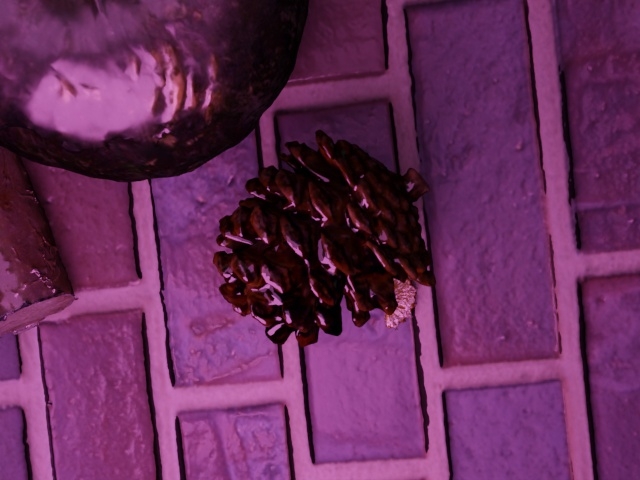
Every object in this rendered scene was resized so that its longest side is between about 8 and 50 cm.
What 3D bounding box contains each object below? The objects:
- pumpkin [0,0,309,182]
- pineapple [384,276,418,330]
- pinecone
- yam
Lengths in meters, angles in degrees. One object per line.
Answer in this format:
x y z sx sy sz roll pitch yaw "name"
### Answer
-0.231 -0.285 0.635 0.453 0.344 0.455 -2 100 -9 "pumpkin"
0.103 0.074 0.776 0.045 0.019 0.083 2 89 8 "pineapple"
0.000 0.000 0.688 0.272 0.224 0.224 -27 89 18 "pinecone"
-0.416 -0.021 0.772 0.131 0.131 0.280 -22 89 6 "yam"
